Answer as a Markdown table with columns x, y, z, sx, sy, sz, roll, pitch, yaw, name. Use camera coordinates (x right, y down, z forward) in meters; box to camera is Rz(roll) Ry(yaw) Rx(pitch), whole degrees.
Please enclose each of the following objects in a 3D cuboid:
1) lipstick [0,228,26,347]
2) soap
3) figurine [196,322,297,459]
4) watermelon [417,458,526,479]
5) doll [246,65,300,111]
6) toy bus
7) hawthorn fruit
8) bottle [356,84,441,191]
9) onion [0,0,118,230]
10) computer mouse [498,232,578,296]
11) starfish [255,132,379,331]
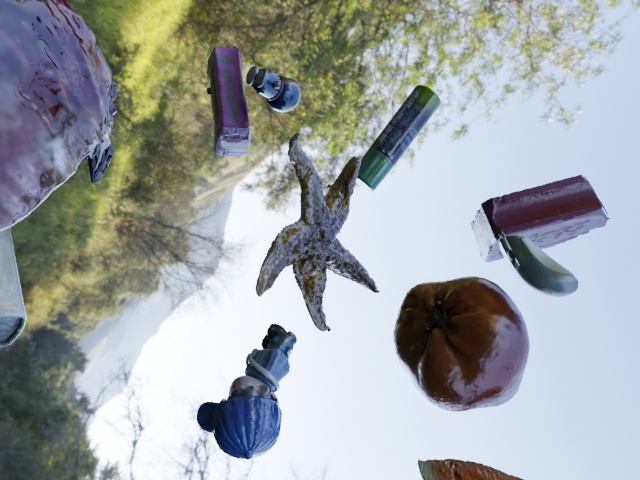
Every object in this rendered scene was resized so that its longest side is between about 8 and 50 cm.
| x | y | z | sx | sy | sz | roll | pitch | yaw | name |
| --- | --- | --- | --- | --- | --- | --- | --- | --- | --- |
| -0.348 | -0.018 | 0.449 | 0.077 | 0.079 | 0.253 | -45 | -118 | 29 | lipstick |
| 0.452 | -0.050 | 0.942 | 0.249 | 0.162 | 0.099 | -15 | -115 | 4 | soap |
| -0.059 | 0.155 | 0.465 | 0.136 | 0.079 | 0.077 | -45 | 166 | -48 | figurine |
| 0.293 | 0.463 | 0.816 | 0.063 | 0.245 | 0.119 | 80 | 21 | -50 | watermelon |
| -0.104 | -0.357 | 1.082 | 0.114 | 0.152 | 0.086 | 29 | -83 | 37 | doll |
| -0.224 | -0.345 | 1.122 | 0.112 | 0.090 | 0.274 | 126 | -43 | -59 | toy bus |
| 0.185 | 0.140 | 0.605 | 0.189 | 0.189 | 0.189 | -45 | -156 | 27 | hawthorn fruit |
| 0.219 | -0.296 | 1.338 | 0.330 | 0.093 | 0.093 | -53 | -158 | -2 | bottle |
| -0.287 | -0.106 | 0.226 | 0.146 | 0.314 | 0.280 | -50 | -167 | 55 | onion |
| 0.257 | 0.034 | 0.560 | 0.032 | 0.110 | 0.056 | -44 | 170 | -19 | computer mouse |
| 0.000 | 0.000 | 0.581 | 0.062 | 0.277 | 0.236 | 8 | -129 | 34 | starfish |
